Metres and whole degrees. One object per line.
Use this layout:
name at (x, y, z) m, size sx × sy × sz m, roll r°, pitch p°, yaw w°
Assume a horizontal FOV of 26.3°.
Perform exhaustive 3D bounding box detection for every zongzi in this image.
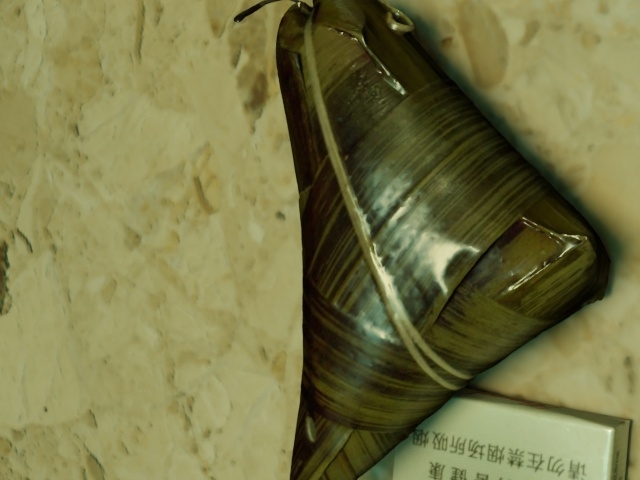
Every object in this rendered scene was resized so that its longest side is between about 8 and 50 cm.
zongzi at (0.000, 0.000, 0.778) m, size 0.241 × 0.111 × 0.248 m, roll -41°, pitch 72°, yaw 10°

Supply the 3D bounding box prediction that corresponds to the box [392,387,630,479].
box at (0.101, 0.212, 0.791) m, size 0.139 × 0.035 × 0.245 m, roll 9°, pitch 96°, yaw 31°
